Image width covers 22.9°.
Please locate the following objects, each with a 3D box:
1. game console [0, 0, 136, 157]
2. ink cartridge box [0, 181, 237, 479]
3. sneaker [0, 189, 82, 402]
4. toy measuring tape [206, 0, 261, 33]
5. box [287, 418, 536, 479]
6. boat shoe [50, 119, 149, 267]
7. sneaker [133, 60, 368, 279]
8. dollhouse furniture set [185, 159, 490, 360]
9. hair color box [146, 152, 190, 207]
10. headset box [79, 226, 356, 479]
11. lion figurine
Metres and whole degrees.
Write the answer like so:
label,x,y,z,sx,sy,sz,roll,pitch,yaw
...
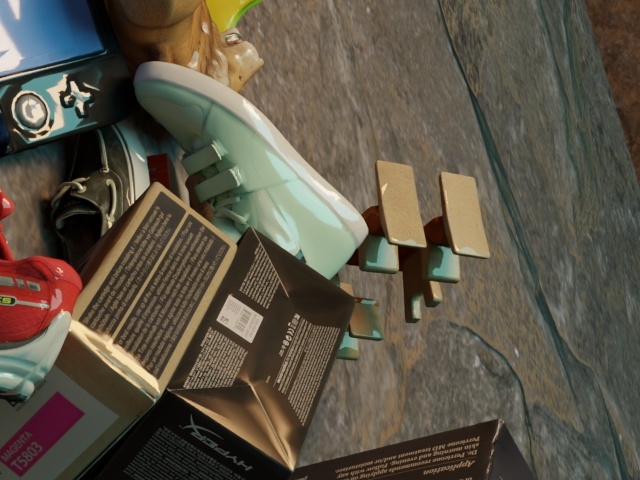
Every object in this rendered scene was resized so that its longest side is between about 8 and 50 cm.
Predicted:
label,x,y,z,sx,sy,sz,roll,pitch,yaw
game console,-0.248,-0.227,1.275,0.250,0.173,0.293,-23,95,-43
ink cartridge box,-0.181,0.094,1.140,0.088,0.234,0.193,40,33,-10
sneaker,-0.257,0.007,1.038,0.118,0.279,0.107,-59,148,-6
toy measuring tape,-0.078,-0.244,1.707,0.121,0.121,0.330,-31,101,-64
box,0.003,0.337,1.237,0.179,0.343,0.312,61,28,-23
boat shoe,-0.195,-0.026,1.378,0.070,0.078,0.219,18,48,-41
sneaker,-0.092,-0.035,1.389,0.256,0.094,0.151,41,69,-9
dollhouse furniture set,0.000,0.000,1.585,0.259,0.262,0.135,8,60,-28
hair color box,-0.148,0.016,1.448,0.093,0.053,0.167,70,11,-67
headset box,-0.113,0.164,1.219,0.110,0.293,0.218,35,33,-8
lion figurine,-0.150,-0.234,1.434,0.392,0.142,0.240,58,18,-83
